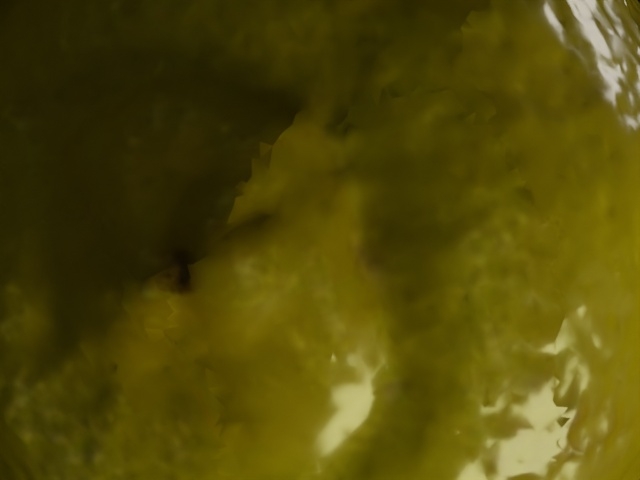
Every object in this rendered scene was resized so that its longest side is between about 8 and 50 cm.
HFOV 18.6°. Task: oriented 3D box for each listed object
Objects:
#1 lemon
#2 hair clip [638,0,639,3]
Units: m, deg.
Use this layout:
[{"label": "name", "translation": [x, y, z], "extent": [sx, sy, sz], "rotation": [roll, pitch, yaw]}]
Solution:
[{"label": "lemon", "translation": [0.000, 0.000, 0.790], "extent": [0.348, 0.348, 0.348], "rotation": [-40, 165, -13]}, {"label": "hair clip", "translation": [0.265, -0.191, 1.158], "extent": [0.310, 0.194, 0.206], "rotation": [-19, 180, 15]}]
